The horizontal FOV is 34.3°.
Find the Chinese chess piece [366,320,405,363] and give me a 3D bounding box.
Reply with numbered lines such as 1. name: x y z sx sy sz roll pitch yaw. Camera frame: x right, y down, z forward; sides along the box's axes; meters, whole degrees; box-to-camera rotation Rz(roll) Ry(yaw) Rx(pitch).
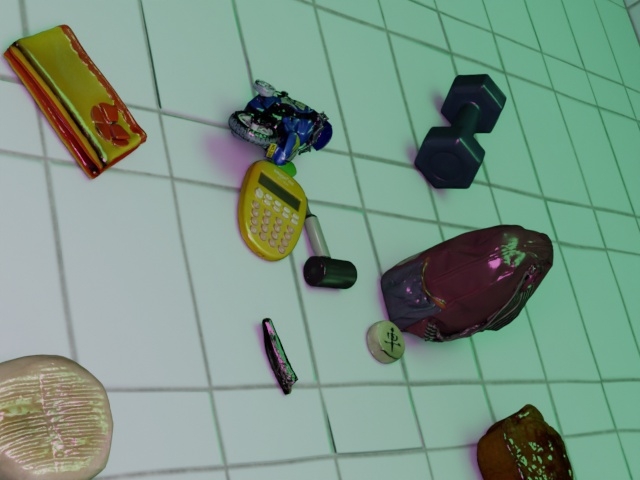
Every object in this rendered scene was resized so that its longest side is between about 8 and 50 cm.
1. Chinese chess piece: 0.126 0.195 1.996 0.084 0.034 0.084 27 48 -36

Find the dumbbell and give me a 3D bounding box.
1. dumbbell: 0.329 -0.257 2.407 0.316 0.156 0.144 -61 145 -46

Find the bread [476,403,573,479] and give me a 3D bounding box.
1. bread: 0.424 0.462 2.082 0.232 0.135 0.247 -16 80 -51

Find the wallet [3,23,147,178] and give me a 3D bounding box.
1. wallet: -0.384 -0.232 1.667 0.241 0.067 0.141 55 37 -7

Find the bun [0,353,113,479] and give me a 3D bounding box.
1. bun: -0.374 0.243 1.346 0.193 0.128 0.178 -1 68 -36

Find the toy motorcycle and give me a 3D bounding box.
1. toy motorcycle: -0.067 -0.213 1.929 0.169 0.113 0.315 30 23 0

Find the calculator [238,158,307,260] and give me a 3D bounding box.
1. calculator: -0.088 -0.066 1.919 0.146 0.032 0.235 36 46 -28

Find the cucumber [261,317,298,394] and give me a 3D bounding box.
1. cucumber: -0.075 0.198 1.775 0.034 0.033 0.135 -25 84 -19

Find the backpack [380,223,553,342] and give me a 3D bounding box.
1. backpack: 0.317 0.081 2.051 0.283 0.317 0.197 -1 67 -49

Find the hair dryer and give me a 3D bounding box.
1. hair dryer: 0.000 0.000 1.968 0.100 0.057 0.198 7 57 -48
